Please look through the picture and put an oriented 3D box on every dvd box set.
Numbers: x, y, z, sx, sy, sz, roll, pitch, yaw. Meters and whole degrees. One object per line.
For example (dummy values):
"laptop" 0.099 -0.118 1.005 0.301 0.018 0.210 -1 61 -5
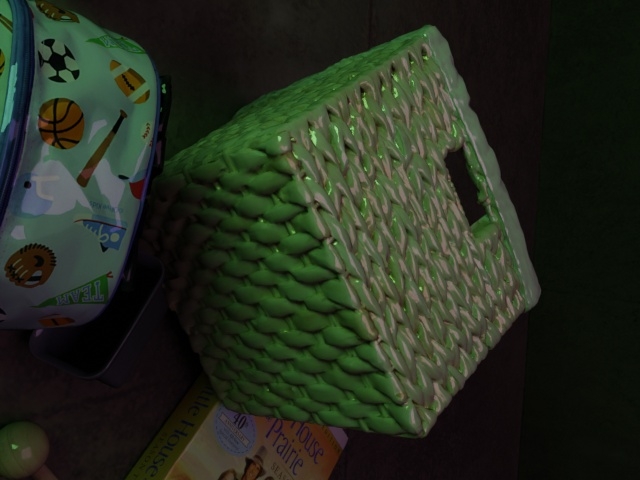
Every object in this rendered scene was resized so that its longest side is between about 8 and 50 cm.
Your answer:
"dvd box set" -0.127 0.353 0.808 0.420 0.062 0.308 -55 135 -34

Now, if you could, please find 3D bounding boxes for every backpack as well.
"backpack" -0.236 -0.059 0.434 0.213 0.263 0.277 5 92 -54

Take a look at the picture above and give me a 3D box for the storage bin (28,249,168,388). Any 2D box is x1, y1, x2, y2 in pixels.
"storage bin" -0.219 0.082 0.634 0.091 0.098 0.135 89 24 -60

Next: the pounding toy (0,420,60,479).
"pounding toy" -0.294 0.296 0.530 0.237 0.110 0.183 -45 129 -41

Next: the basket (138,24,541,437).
"basket" 0.000 0.000 0.681 0.266 0.331 0.328 -38 110 -39
